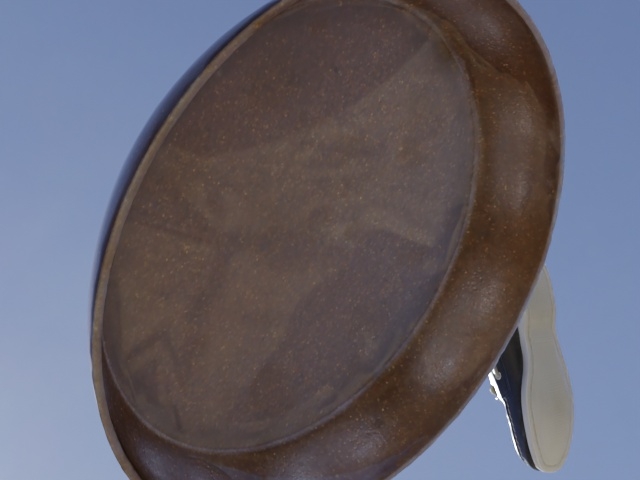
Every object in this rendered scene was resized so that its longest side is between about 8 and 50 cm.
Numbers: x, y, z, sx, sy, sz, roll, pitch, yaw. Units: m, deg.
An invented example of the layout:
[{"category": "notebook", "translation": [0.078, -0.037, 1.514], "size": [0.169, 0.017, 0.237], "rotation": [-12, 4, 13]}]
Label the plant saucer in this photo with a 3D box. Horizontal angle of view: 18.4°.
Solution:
[{"category": "plant saucer", "translation": [0.000, 0.000, 0.541], "size": [0.168, 0.029, 0.168], "rotation": [-23, -53, -33]}]

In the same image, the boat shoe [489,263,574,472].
[{"category": "boat shoe", "translation": [0.112, 0.070, 1.114], "size": [0.038, 0.125, 0.046], "rotation": [-14, -8, 38]}]
